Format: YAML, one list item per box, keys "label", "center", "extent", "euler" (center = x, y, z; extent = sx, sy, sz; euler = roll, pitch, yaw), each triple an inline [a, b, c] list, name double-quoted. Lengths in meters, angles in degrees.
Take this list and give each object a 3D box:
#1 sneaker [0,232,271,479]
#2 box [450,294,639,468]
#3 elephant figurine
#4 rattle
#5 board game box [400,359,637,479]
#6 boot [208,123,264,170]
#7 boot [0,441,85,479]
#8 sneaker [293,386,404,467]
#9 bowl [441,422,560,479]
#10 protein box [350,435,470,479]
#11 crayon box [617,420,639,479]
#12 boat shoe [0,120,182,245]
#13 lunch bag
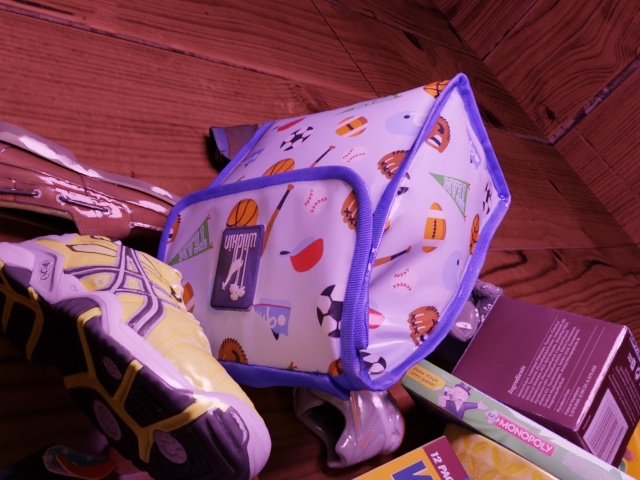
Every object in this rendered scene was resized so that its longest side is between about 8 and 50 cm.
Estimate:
- label: "sneaker"
  center: [-0.173, 0.076, 0.557]
  extent: [0.385, 0.145, 0.147]
  euler: [29, 38, 34]
- label: "box"
  center: [0.339, 0.210, 0.879]
  extent: [0.167, 0.203, 0.168]
  euler: [-54, 127, -19]
- label: "elephant figurine"
  center: [0.177, 0.131, 0.980]
  extent: [0.240, 0.169, 0.186]
  euler: [8, 14, -35]
- label: "rattle"
  center: [-0.158, 0.234, 0.589]
  extent: [0.130, 0.142, 0.200]
  euler: [5, 13, 26]
- label: "board game box"
  center: [0.263, 0.268, 0.778]
  extent: [0.317, 0.046, 0.213]
  euler: [28, -14, 24]
- label: "boot"
  center: [-0.135, -0.115, 1.018]
  extent: [0.106, 0.082, 0.219]
  euler: [2, 51, -14]
- label: "boot"
  center: [-0.247, 0.242, 0.522]
  extent: [0.099, 0.045, 0.121]
  euler: [46, 28, 12]
- label: "sneaker"
  center: [0.002, 0.175, 0.799]
  extent: [0.121, 0.099, 0.262]
  euler: [-10, 57, -41]
- label: "bowl"
  center: [0.249, 0.372, 0.741]
  extent: [0.289, 0.289, 0.156]
  euler: [35, 78, -10]
- label: "protein box"
  center: [0.038, 0.318, 0.580]
  extent: [0.200, 0.201, 0.136]
  euler: [-2, 54, -46]
- label: "crayon box"
  center: [0.431, 0.333, 0.945]
  extent: [0.083, 0.203, 0.323]
  euler: [33, 35, -13]
- label: "boat shoe"
  center: [-0.284, -0.030, 0.747]
  extent: [0.307, 0.111, 0.104]
  euler: [23, 63, -25]
- label: "lunch bag"
  center: [0.000, 0.000, 0.709]
  extent: [0.239, 0.328, 0.385]
  euler: [57, 49, -29]
